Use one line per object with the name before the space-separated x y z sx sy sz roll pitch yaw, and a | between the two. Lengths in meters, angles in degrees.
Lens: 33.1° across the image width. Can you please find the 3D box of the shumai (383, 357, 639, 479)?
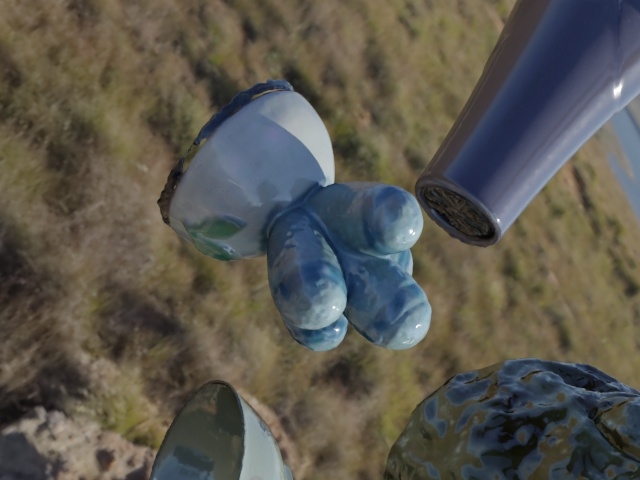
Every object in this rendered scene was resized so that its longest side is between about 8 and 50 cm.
shumai | 0.209 0.232 0.734 0.330 0.292 0.288 42 0 -6

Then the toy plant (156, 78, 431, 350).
toy plant | 0.000 0.000 1.251 0.332 0.247 0.247 43 16 16

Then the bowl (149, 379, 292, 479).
bowl | -0.145 0.404 1.714 0.157 0.337 0.337 22 37 -26

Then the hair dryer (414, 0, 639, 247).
hair dryer | 0.264 -0.077 0.637 0.361 0.301 0.121 27 -21 26
